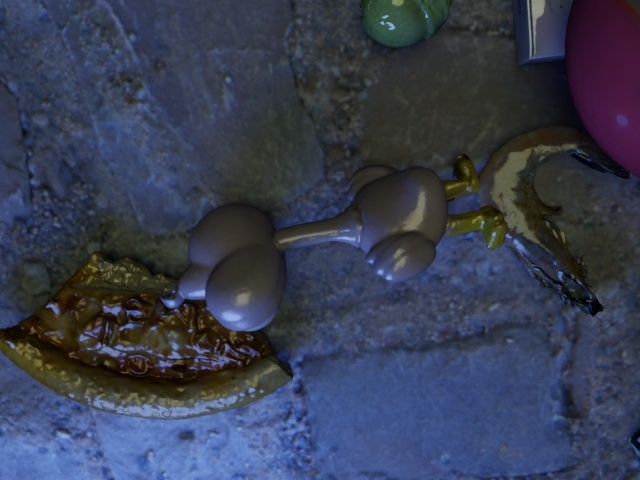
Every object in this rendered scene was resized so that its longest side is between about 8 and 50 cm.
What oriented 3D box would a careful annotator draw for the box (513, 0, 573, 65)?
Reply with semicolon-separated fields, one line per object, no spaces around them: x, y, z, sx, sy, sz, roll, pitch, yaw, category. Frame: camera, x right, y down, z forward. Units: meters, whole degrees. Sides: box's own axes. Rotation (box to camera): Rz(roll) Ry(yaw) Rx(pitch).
0.271;-0.259;0.585;0.129;0.051;0.130;-6;97;5;box

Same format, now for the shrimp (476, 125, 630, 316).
0.275;-0.025;0.624;0.152;0.046;0.219;-34;95;11;shrimp

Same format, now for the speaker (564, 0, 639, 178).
0.362;-0.170;0.477;0.294;0.294;0.294;1;99;4;speaker

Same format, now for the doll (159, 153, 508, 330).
-0.001;-0.001;0.597;0.365;0.160;0.094;-20;139;5;doll

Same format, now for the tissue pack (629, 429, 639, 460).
0.420;0.248;0.593;0.103;0.170;0.090;-39;95;6;tissue pack

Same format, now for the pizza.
-0.209;0.116;0.661;0.365;0.074;0.182;13;100;1;pizza

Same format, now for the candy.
0.165;-0.334;0.573;0.093;0.092;0.335;41;91;-16;candy
